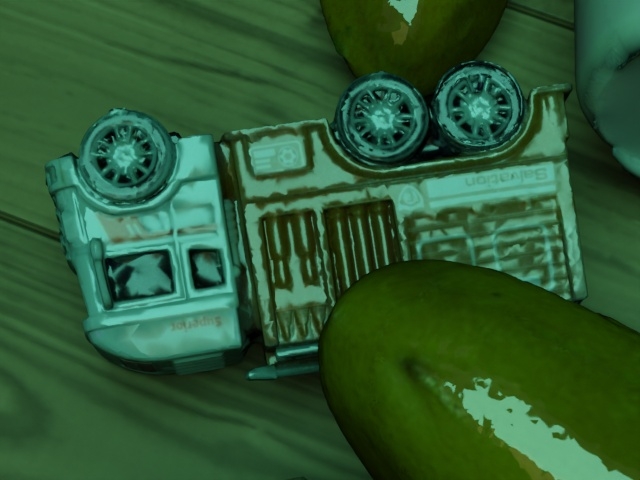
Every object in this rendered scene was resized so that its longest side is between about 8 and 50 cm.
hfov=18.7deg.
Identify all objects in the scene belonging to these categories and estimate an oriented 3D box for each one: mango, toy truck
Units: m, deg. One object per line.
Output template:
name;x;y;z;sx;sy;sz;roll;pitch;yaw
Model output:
mango;0.054;-0.195;1.213;0.147;0.109;0.227;16;71;-18
toy truck;0.000;0.000;1.138;0.305;0.136;0.162;-8;81;-3
mango;0.148;0.145;1.006;0.365;0.253;0.182;35;85;-7

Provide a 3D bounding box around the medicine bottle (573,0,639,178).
medicine bottle;0.253;-0.235;1.150;0.214;0.213;0.378;0;63;3

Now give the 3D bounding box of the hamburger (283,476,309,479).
hamburger;-0.039;0.281;1.026;0.290;0.170;0.314;-7;70;-14
